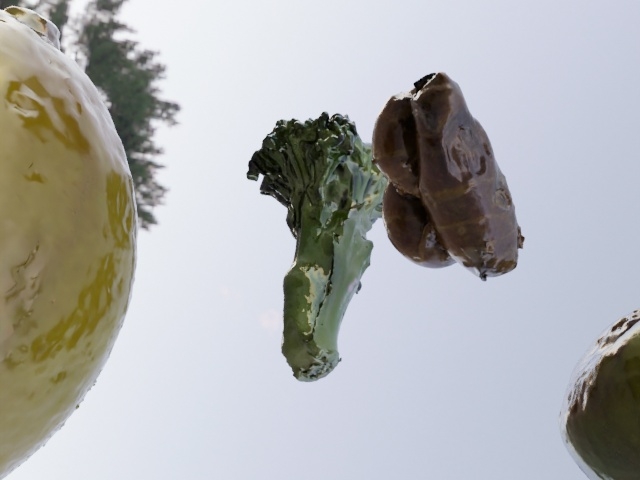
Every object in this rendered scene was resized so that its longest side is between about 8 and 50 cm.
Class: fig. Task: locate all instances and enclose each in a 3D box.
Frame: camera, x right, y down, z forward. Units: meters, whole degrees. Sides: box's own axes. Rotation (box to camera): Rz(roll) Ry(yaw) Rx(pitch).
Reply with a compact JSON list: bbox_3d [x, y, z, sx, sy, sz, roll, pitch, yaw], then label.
[{"bbox_3d":[0.296,0.149,0.737,0.181,0.181,0.191,-16,-86,55],"label":"fig"}]

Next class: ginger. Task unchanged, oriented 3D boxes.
[{"bbox_3d":[0.087,-0.048,0.644,0.103,0.073,0.162,2,-60,45],"label":"ginger"}]

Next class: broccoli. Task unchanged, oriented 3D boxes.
[{"bbox_3d":[-0.003,0.005,0.875,0.145,0.165,0.304,-21,-138,24],"label":"broccoli"}]

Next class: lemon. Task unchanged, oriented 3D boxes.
[{"bbox_3d":[-0.209,0.013,0.416,0.263,0.236,0.236,-41,-134,12],"label":"lemon"}]
